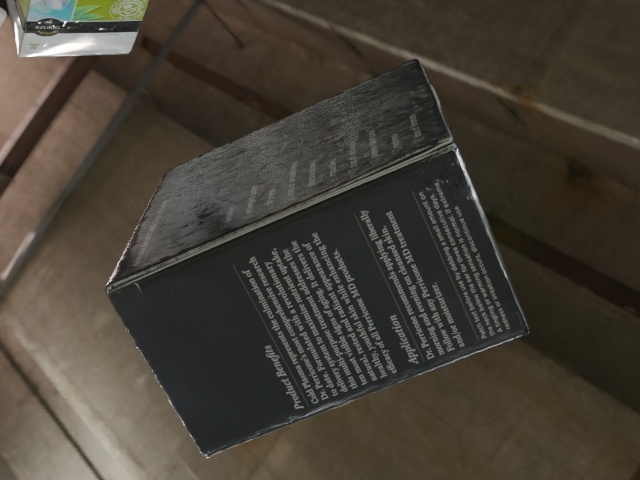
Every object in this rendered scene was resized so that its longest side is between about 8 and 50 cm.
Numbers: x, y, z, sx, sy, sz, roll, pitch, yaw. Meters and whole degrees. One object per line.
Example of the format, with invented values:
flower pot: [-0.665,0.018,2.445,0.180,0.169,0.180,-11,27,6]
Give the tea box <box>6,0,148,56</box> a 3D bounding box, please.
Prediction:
tea box: [-0.440,-0.553,1.687,0.323,0.220,0.328,-48,-126,57]

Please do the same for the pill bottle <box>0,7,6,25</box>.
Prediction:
pill bottle: [-0.832,-0.521,2.120,0.131,0.229,0.131,-43,-153,29]

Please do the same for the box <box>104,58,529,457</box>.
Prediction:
box: [0.000,0.000,1.396,0.472,0.297,0.480,-21,-160,9]
